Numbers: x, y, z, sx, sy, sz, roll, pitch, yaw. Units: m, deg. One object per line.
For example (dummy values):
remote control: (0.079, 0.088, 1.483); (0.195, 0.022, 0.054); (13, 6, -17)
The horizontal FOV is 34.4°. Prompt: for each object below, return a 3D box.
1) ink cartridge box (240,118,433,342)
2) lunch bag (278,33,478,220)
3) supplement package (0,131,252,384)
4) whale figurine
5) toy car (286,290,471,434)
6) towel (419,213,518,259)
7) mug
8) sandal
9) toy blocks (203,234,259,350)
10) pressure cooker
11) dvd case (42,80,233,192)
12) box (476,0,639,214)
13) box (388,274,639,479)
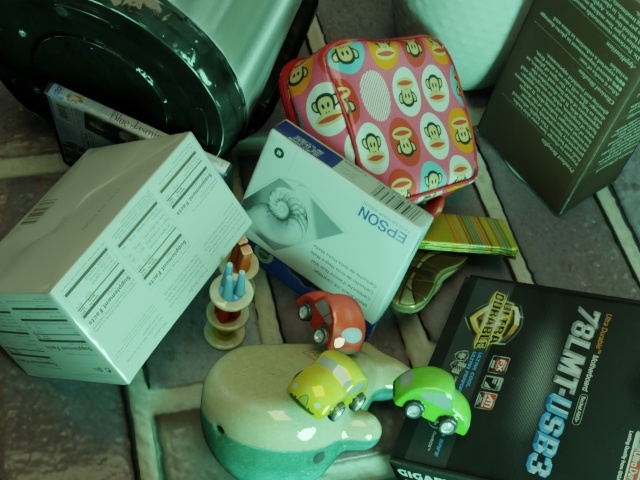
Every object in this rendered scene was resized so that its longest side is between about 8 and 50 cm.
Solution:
ink cartridge box: (0.000, 0.000, 1.267); (0.223, 0.224, 0.045); (34, 39, 13)
lunch bag: (0.093, -0.134, 1.362); (0.293, 0.120, 0.258); (-14, 86, -50)
supplement package: (-0.248, 0.019, 1.200); (0.204, 0.145, 0.262); (-3, 40, 43)
whale figurine: (-0.013, 0.198, 1.201); (0.272, 0.141, 0.216); (-13, 29, -44)
toy car: (0.076, 0.144, 1.149); (0.225, 0.053, 0.239); (26, 23, -9)
towel: (0.144, -0.012, 1.408); (0.237, 0.021, 0.102); (5, 25, -6)
mug: (0.217, -0.427, 1.536); (0.276, 0.328, 0.374); (-20, 61, -23)
sandal: (0.136, 0.053, 1.359); (0.072, 0.049, 0.180); (20, 35, 20)
toy blocks: (-0.104, 0.048, 1.261); (0.054, 0.148, 0.123); (12, 55, -3)
pressure cooker: (-0.194, -0.346, 1.358); (0.370, 0.375, 0.420); (13, 59, 17)
dvd case: (-0.228, -0.099, 1.319); (0.253, 0.180, 0.022); (24, 66, 6)
box: (0.369, -0.231, 1.399); (0.143, 0.381, 0.191); (-27, 65, -28)
box: (0.268, 0.186, 1.215); (0.293, 0.073, 0.295); (8, 50, 29)
